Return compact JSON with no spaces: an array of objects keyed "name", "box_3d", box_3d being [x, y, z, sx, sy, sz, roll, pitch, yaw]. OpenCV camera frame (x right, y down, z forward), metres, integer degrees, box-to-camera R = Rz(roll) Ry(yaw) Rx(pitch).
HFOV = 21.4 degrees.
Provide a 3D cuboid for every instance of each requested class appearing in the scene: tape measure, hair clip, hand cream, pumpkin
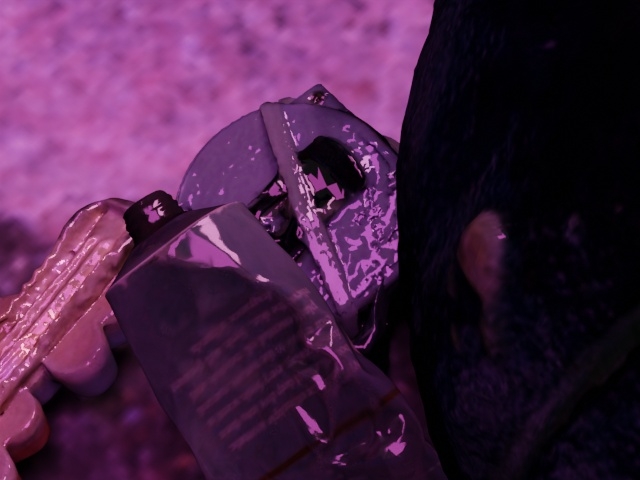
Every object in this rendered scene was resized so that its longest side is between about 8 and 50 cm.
[{"name":"tape measure","box_3d":[-0.002,0.000,0.565,0.094,0.054,0.091,31,79,21]},{"name":"hair clip","box_3d":[-0.122,0.073,0.542,0.062,0.056,0.214,22,55,34]},{"name":"hand cream","box_3d":[0.010,0.091,0.493,0.075,0.052,0.248,-33,77,7]},{"name":"pumpkin","box_3d":[0.198,-0.009,0.436,0.363,0.266,0.363,-1,57,2]}]
